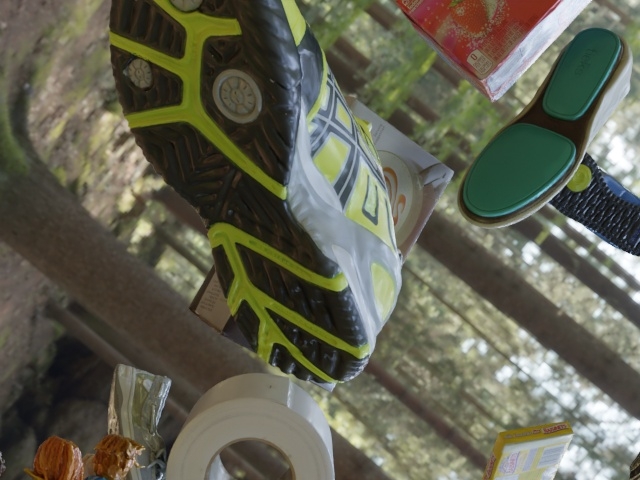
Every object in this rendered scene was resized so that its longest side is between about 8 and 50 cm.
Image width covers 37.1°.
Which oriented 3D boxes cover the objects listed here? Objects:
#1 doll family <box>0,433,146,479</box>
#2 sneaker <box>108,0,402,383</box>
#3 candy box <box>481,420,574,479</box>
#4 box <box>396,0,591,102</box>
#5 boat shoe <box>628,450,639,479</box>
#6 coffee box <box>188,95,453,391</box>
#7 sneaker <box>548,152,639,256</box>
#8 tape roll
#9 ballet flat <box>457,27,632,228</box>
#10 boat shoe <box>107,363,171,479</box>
[{"bbox_3d":[-0.214,0.241,0.805,0.263,0.118,0.163,39,65,-66],"label":"doll family"},{"bbox_3d":[-0.037,-0.079,0.724,0.145,0.385,0.147,1,-147,29],"label":"sneaker"},{"bbox_3d":[0.282,0.330,1.350,0.206,0.105,0.027,97,-17,-44],"label":"candy box"},{"bbox_3d":[0.210,-0.275,0.934,0.257,0.122,0.128,-47,168,10],"label":"box"},{"bbox_3d":[0.427,0.201,1.153,0.219,0.070,0.078,-55,169,-4],"label":"boat shoe"},{"bbox_3d":[0.000,0.000,0.922,0.247,0.141,0.098,-60,-152,-5],"label":"coffee box"},{"bbox_3d":[0.301,-0.055,1.092,0.069,0.209,0.082,-53,-160,9],"label":"sneaker"},{"bbox_3d":[-0.102,0.337,1.446,0.246,0.246,0.169,-51,-177,4],"label":"tape roll"},{"bbox_3d":[0.214,-0.090,0.886,0.248,0.086,0.086,-49,179,-18],"label":"ballet flat"},{"bbox_3d":[-0.272,0.305,1.472,0.320,0.103,0.118,-116,-142,-62],"label":"boat shoe"}]
